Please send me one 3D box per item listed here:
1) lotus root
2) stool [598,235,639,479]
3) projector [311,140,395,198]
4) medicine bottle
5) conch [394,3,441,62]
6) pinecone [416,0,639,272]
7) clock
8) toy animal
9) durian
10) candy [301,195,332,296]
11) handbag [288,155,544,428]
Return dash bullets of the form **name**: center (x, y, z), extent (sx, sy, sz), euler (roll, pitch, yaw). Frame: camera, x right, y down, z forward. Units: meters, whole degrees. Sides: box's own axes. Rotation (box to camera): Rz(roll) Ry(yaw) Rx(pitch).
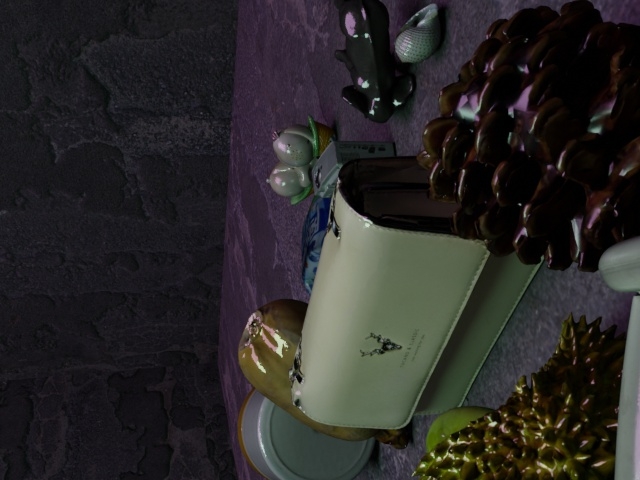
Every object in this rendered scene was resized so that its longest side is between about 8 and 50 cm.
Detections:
- **lotus root**: center (0.018, 0.224, 0.989), extent (0.169, 0.343, 0.151), euler (-50, 16, 9)
- **stool**: center (0.259, 0.082, 0.305), extent (0.195, 0.195, 0.198), euler (150, 116, -71)
- **projector**: center (0.056, -0.124, 1.089), extent (0.147, 0.115, 0.061), euler (133, 134, -67)
- **medicine bottle**: center (-0.032, 0.375, 1.226), extent (0.232, 0.238, 0.237), euler (137, 129, -66)
- **conch**: center (0.146, -0.296, 0.881), extent (0.085, 0.057, 0.076), euler (-36, 34, 22)
- **pinecone**: center (0.193, -0.069, 0.489), extent (0.221, 0.222, 0.221), euler (178, 90, -73)
- **clock**: center (-0.047, -0.179, 1.377), extent (0.103, 0.144, 0.230), euler (-110, 24, -50)
- **toy animal**: center (0.072, -0.287, 0.980), extent (0.146, 0.115, 0.245), euler (-107, -9, -49)
- **durian**: center (0.198, 0.175, 0.481), extent (0.176, 0.237, 0.200), euler (52, 124, 18)
- **candy**: center (0.000, 0.000, 1.360), extent (0.331, 0.077, 0.187), euler (112, 154, -58)
- **handbag**: center (0.102, 0.077, 0.754), extent (0.160, 0.237, 0.358), euler (-107, 22, -46)
